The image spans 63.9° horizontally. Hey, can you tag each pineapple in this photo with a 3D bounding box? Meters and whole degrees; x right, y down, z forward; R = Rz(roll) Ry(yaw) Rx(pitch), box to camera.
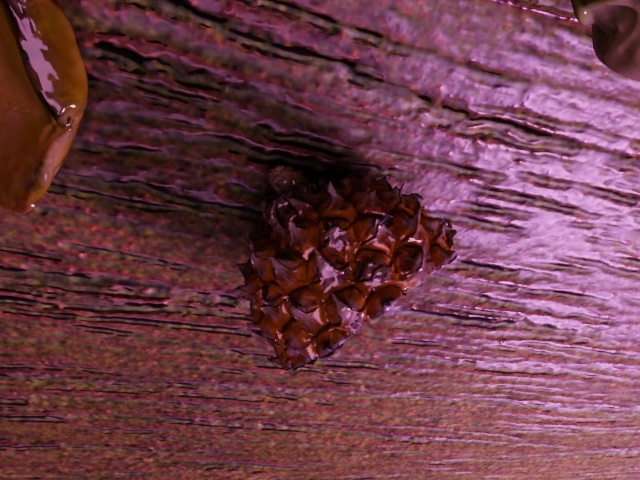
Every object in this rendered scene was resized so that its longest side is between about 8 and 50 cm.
[{"bbox_3d":[0.000,0.000,0.400,0.176,0.161,0.137,-34,88,19],"label":"pineapple"}]

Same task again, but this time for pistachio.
[{"bbox_3d":[-0.189,-0.097,0.328,0.089,0.049,0.173,20,125,3],"label":"pistachio"}]

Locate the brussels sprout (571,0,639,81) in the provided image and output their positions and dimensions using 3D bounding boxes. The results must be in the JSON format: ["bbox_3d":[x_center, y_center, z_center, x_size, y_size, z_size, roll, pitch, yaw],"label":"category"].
[{"bbox_3d":[0.220,-0.200,0.232,0.219,0.210,0.271,-24,143,-20],"label":"brussels sprout"}]
